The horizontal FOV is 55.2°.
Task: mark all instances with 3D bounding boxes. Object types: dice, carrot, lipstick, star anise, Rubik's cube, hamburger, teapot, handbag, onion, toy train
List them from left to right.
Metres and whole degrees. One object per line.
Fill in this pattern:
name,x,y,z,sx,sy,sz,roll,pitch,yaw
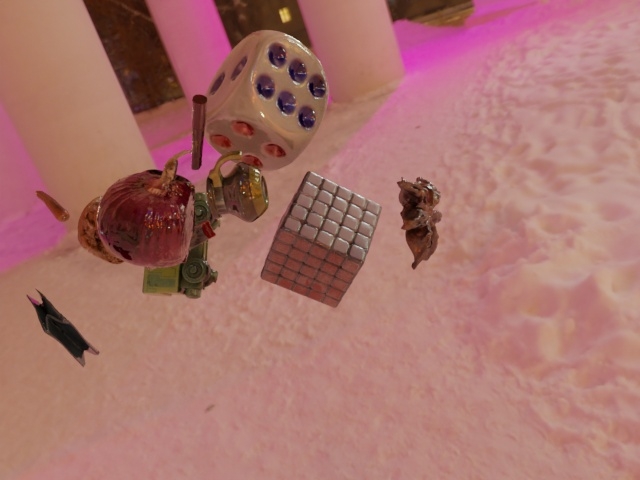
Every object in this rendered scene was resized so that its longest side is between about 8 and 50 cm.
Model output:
carrot,-0.776,-0.106,1.763,0.037,0.037,0.190,-31,48,-28
handbag,-0.652,0.221,1.547,0.057,0.221,0.144,-40,60,-19
hamburger,-0.616,-0.033,1.951,0.211,0.260,0.245,-13,19,31
onion,-0.436,-0.049,1.527,0.256,0.272,0.230,-6,24,20
toy train,-0.471,0.014,2.087,0.237,0.368,0.150,1,-10,7
lipstick,-0.223,-0.193,1.119,0.027,0.176,0.027,6,54,-9
teapot,-0.179,-0.113,1.290,0.119,0.165,0.130,-8,39,4
dice,-0.167,-0.404,1.801,0.304,0.277,0.304,-11,53,52
Rubik's cube,0.000,0.000,1.652,0.237,0.238,0.236,120,173,-47
star anise,0.193,-0.037,1.154,0.063,0.171,0.208,-5,4,21

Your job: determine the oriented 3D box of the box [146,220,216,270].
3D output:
box,-0.414,0.013,1.782,0.218,0.055,0.040,-31,19,-22
